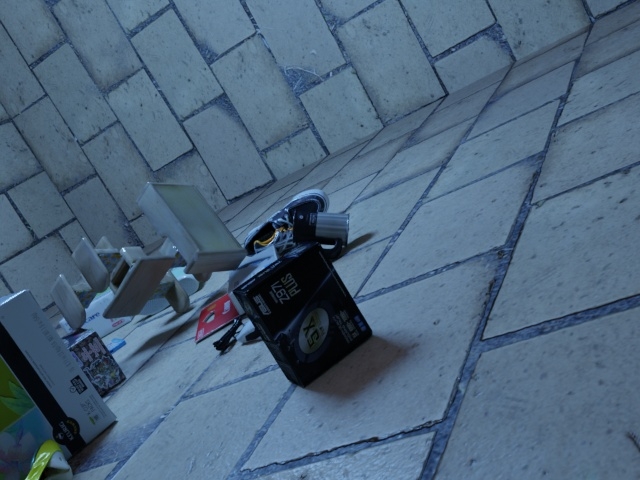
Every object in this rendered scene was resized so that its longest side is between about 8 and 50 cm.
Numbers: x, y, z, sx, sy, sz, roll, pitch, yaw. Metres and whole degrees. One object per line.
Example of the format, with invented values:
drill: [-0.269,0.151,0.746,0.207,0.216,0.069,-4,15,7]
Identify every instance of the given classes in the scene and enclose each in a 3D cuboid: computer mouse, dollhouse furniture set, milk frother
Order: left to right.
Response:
dollhouse furniture set: [-0.408,0.084,1.972,0.362,0.256,0.394,-2,-44,-54]
computer mouse: [-0.141,0.177,1.594,0.193,0.042,0.106,-20,14,40]
milk frother: [0.000,0.000,1.888,0.135,0.129,0.143,5,-18,3]

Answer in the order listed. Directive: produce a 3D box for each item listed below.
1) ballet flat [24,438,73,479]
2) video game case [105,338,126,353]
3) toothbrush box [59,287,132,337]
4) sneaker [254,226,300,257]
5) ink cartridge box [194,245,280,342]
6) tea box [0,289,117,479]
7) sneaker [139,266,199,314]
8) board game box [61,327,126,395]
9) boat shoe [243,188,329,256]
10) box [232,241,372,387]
ballet flat: [-0.476,0.424,1.340,0.077,0.077,0.231,-8,17,4]
video game case: [-0.649,0.338,2.231,0.166,0.015,0.119,-36,13,-27]
toothbrush box: [-0.739,0.235,2.627,0.206,0.122,0.283,-30,11,1]
sneaker: [-0.085,-0.004,2.126,0.215,0.083,0.084,-31,10,-9]
ink cartridge box: [-0.208,0.125,1.925,0.261,0.066,0.296,-29,11,-1]
tea box: [-0.650,0.322,1.522,0.323,0.329,0.220,-40,15,-33]
sneaker: [-0.493,0.150,2.440,0.256,0.094,0.151,-19,19,7]
board game box: [-0.655,0.353,1.871,0.291,0.141,0.232,-36,13,-26]
boat shoe: [-0.106,-0.045,2.291,0.301,0.108,0.102,-29,11,17]
box: [-0.028,0.115,1.231,0.147,0.180,0.077,-34,12,-19]
